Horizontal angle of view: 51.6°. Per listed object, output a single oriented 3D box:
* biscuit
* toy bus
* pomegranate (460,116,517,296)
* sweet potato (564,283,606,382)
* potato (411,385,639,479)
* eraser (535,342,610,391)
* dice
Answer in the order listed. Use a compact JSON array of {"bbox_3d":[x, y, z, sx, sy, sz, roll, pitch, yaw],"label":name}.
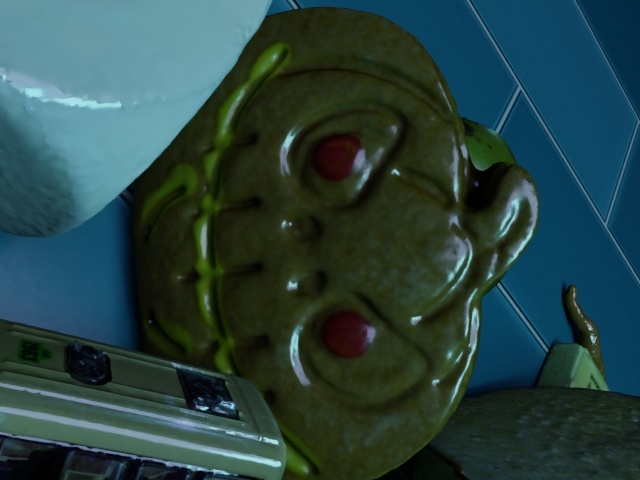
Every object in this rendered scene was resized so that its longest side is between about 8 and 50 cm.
[{"bbox_3d":[-0.002,-0.001,0.543,0.070,0.351,0.394,12,67,-71],"label":"biscuit"},{"bbox_3d":[-0.176,0.137,0.421,0.290,0.139,0.157,20,98,-23],"label":"toy bus"},{"bbox_3d":[0.083,-0.028,0.683,0.286,0.231,0.230,0,81,-43],"label":"pomegranate"},{"bbox_3d":[0.440,0.159,1.094,0.044,0.044,0.179,-28,100,-42],"label":"sweet potato"},{"bbox_3d":[0.288,0.357,0.704,0.442,0.385,0.319,2,90,-52],"label":"potato"},{"bbox_3d":[0.406,0.258,1.030,0.172,0.058,0.117,55,50,-18],"label":"eraser"},{"bbox_3d":[-0.201,-0.163,0.447,0.243,0.251,0.259,39,58,-27],"label":"dice"}]
